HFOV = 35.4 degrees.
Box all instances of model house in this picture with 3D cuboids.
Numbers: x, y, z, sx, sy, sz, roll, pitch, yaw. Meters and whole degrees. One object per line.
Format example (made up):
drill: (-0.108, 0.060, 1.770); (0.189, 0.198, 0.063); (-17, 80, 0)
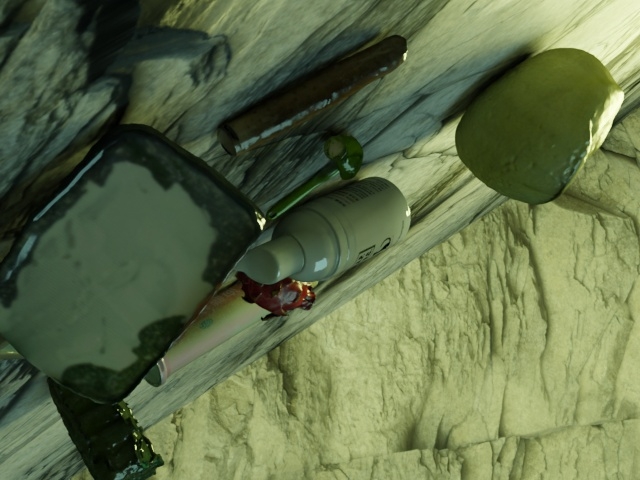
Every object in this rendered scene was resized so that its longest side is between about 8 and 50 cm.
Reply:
model house: (-0.202, 0.000, 1.118); (0.271, 0.190, 0.301); (-51, -173, 10)

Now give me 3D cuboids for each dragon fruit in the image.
dragon fruit: (-0.083, 0.080, 1.956); (0.136, 0.165, 0.133); (-46, -149, 34)

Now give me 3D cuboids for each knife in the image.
knife: (-0.017, -0.091, 1.669); (0.184, 0.022, 0.026); (-37, -164, 7)

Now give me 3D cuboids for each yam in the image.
yam: (-0.004, -0.177, 1.207); (0.264, 0.046, 0.046); (-30, 170, -17)

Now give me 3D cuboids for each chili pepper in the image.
chili pepper: (0.040, -0.135, 1.558); (0.051, 0.050, 0.201); (-20, 173, 6)

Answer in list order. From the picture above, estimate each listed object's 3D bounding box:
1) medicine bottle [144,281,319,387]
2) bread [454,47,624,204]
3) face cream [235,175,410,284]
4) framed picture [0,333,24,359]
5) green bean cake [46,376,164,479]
medicine bottle: (-0.187, 0.147, 2.048); (0.426, 0.108, 0.108); (-30, 170, -34)
bread: (0.408, -0.220, 1.891); (0.320, 0.237, 0.320); (-48, 179, -2)
face cream: (0.000, 0.000, 1.799); (0.369, 0.145, 0.145); (-27, 168, -45)
framed picture: (-0.310, 0.105, 1.483); (0.247, 0.022, 0.335); (-35, 164, 13)
green bean cake: (-0.399, 0.344, 1.855); (0.132, 0.241, 0.255); (-28, 170, -14)
